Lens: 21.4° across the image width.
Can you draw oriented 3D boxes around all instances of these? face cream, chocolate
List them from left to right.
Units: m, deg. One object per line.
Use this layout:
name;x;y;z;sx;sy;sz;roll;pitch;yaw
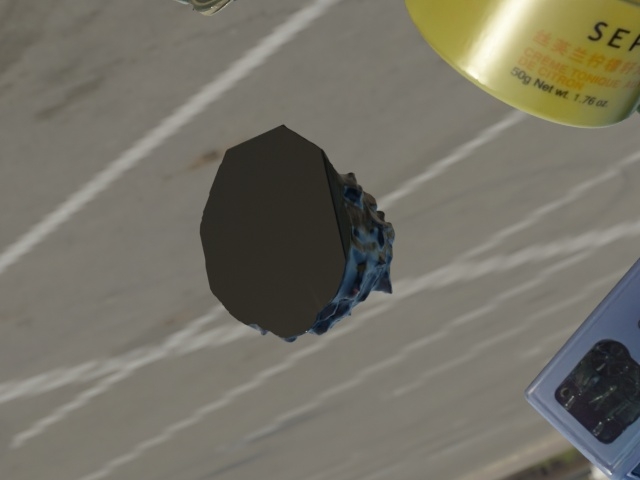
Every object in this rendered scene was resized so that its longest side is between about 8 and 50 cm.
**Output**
chocolate;0.000;0.000;1.872;0.206;0.224;0.177;-21;166;40
face cream;0.197;-0.222;1.313;0.218;0.218;0.179;-11;142;-44

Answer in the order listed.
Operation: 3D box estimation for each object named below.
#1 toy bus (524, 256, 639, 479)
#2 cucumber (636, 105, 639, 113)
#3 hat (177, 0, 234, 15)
toy bus;0.285;0.042;1.220;0.292;0.125;0.133;-50;154;8
cucumber;0.423;-0.165;2.055;0.086;0.193;0.115;-38;150;11
hat;-0.100;-0.405;2.358;0.232;0.161;0.275;-23;-159;-32
